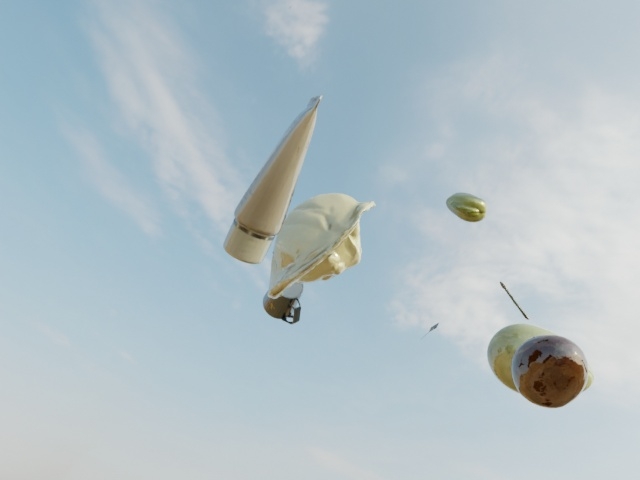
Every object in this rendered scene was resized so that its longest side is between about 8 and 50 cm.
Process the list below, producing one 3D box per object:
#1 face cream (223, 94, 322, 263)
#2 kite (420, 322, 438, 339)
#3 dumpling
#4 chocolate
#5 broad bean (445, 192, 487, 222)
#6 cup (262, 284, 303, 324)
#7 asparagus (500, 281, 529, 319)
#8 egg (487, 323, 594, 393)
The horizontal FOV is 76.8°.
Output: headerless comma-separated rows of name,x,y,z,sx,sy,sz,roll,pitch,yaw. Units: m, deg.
face cream,-0.079,-0.109,0.713,0.089,0.143,0.314,22,-77,-13
kite,0.355,0.292,1.309,0.078,0.044,0.002,-42,-94,15
dumpling,0.000,0.000,1.091,0.233,0.395,0.315,49,-18,-3
chocolate,0.528,0.294,0.933,0.177,0.176,0.176,9,-40,8
broad bean,0.473,-0.109,1.311,0.125,0.174,0.082,10,-76,-2
cup,-0.125,0.219,1.501,0.176,0.131,0.155,55,-36,21
asparagus,0.702,0.217,1.466,0.016,0.166,0.013,13,-49,-46
egg,0.675,0.379,1.253,0.296,0.218,0.218,15,-38,21
